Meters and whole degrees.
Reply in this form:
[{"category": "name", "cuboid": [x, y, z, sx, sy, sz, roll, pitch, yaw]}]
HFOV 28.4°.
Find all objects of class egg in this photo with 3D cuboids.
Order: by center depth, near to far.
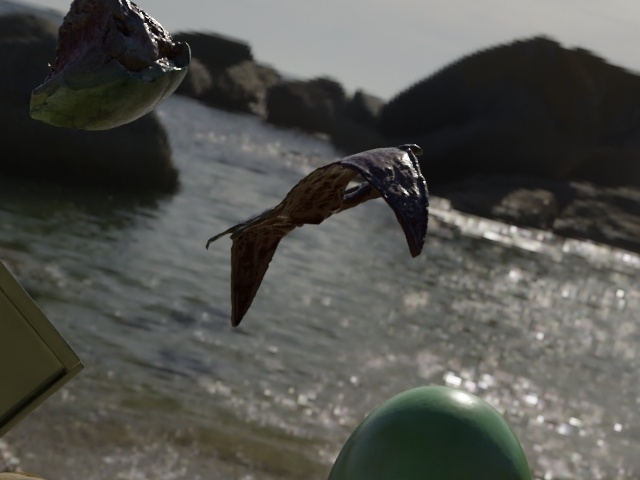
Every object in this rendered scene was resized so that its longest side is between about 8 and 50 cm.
[{"category": "egg", "cuboid": [0.109, 0.282, 1.291, 0.220, 0.270, 0.220, 6, -15, 2]}]

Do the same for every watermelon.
[{"category": "watermelon", "cuboid": [-0.208, -0.187, 1.248, 0.187, 0.139, 0.071, -22, 0, -42]}]

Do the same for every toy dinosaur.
[{"category": "toy dinosaur", "cuboid": [-0.010, 0.004, 1.209, 0.327, 0.113, 0.206, -23, -7, 31]}]

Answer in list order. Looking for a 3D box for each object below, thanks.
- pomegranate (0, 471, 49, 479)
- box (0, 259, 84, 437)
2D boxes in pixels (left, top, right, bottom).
[{"category": "pomegranate", "cuboid": [-0.475, 0.509, 1.894, 0.342, 0.343, 0.342, 15, 7, -2]}, {"category": "box", "cuboid": [-0.295, 0.070, 0.775, 0.117, 0.225, 0.225, 44, -14, 24]}]
